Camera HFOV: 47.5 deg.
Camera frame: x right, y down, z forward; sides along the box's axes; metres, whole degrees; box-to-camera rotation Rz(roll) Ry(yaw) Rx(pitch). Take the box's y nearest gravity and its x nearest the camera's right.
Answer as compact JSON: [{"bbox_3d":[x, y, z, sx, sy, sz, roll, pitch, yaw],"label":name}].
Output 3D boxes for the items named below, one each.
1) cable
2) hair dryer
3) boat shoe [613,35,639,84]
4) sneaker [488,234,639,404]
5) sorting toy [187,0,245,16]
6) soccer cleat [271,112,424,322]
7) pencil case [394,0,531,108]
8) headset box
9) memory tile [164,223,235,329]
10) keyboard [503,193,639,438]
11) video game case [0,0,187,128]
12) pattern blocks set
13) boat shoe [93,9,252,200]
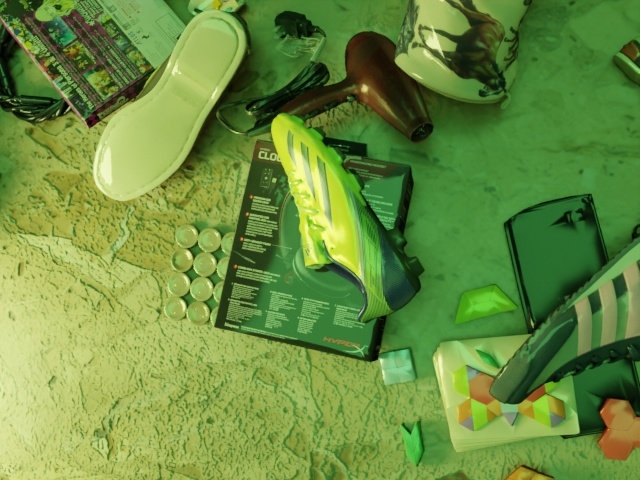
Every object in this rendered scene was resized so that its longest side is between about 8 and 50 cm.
[{"bbox_3d":[-0.446,-0.259,1.134,0.184,0.047,0.150,37,93,10],"label":"cable"},{"bbox_3d":[0.025,-0.198,1.009,0.293,0.080,0.224,18,71,22],"label":"hair dryer"},{"bbox_3d":[0.453,-0.213,0.969,0.043,0.049,0.137,-40,76,3],"label":"boat shoe"},{"bbox_3d":[0.353,0.113,0.881,0.319,0.112,0.131,-42,71,2],"label":"sneaker"},{"bbox_3d":[-0.160,-0.355,1.093,0.075,0.045,0.083,-39,81,13],"label":"sorting toy"},{"bbox_3d":[0.010,-0.031,0.897,0.121,0.093,0.289,-36,80,5],"label":"soccer cleat"},{"bbox_3d":[0.220,-0.372,0.885,0.183,0.160,0.410,16,120,3],"label":"pencil case"},{"bbox_3d":[0.000,0.000,0.998,0.218,0.110,0.293,10,84,11],"label":"headset box"},{"bbox_3d":[-0.172,0.053,1.082,0.113,0.012,0.148,8,89,11],"label":"memory tile"},{"bbox_3d":[0.377,0.092,0.971,0.201,0.033,0.317,-13,85,15],"label":"keyboard"},{"bbox_3d":[-0.332,-0.314,1.090,0.210,0.042,0.232,-39,80,-14],"label":"video game case"},{"bbox_3d":[0.251,0.201,0.973,0.324,0.026,0.285,-23,81,14],"label":"pattern blocks set"},{"bbox_3d":[-0.212,-0.194,1.058,0.116,0.097,0.324,36,109,-9],"label":"boat shoe"}]
